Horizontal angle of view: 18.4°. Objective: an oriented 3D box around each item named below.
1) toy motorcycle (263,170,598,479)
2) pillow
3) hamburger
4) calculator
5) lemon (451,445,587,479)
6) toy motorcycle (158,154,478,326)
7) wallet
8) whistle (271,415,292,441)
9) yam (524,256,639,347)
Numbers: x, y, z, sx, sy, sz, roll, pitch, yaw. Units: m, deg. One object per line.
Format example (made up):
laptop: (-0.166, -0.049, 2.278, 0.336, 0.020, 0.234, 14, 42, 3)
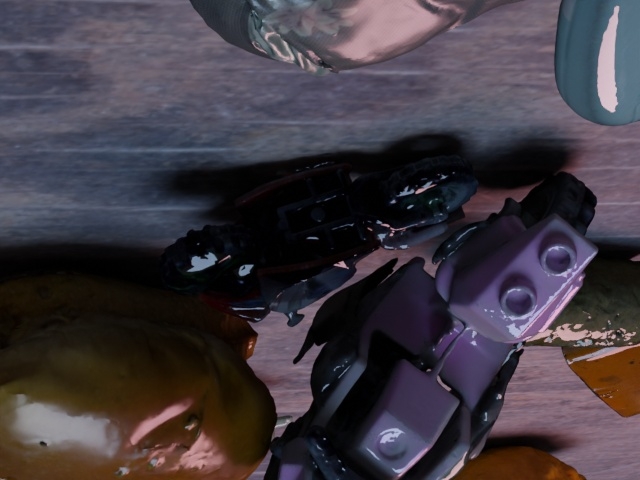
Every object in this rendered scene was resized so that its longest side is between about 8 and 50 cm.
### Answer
toy motorcycle: (0.070, 0.095, 1.328, 0.143, 0.188, 0.327, 39, 110, -12)
pillow: (0.060, -0.144, 0.980, 0.255, 0.059, 0.169, -18, 157, 21)
hamburger: (-0.191, 0.126, 1.426, 0.314, 0.170, 0.290, 14, 143, -43)
calculator: (0.191, -0.138, 0.965, 0.184, 0.042, 0.295, -38, 159, -9)
lemon: (0.197, 0.276, 2.006, 0.187, 0.142, 0.142, -10, 162, -27)
toy motorcycle: (0.000, 0.001, 1.293, 0.213, 0.082, 0.122, -17, 167, -5)
wallet: (0.306, 0.093, 1.717, 0.161, 0.042, 0.195, -22, 154, 19)
whistle: (-0.149, 0.172, 1.665, 0.258, 0.067, 0.126, -13, 178, -13)
yam: (0.178, 0.044, 1.489, 0.179, 0.078, 0.078, 2, 157, -32)
